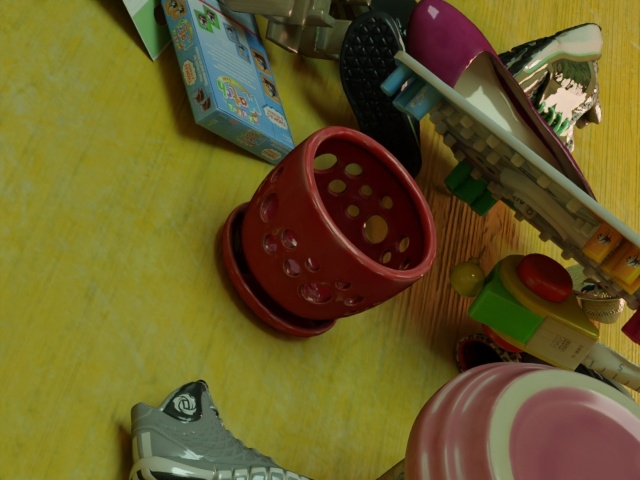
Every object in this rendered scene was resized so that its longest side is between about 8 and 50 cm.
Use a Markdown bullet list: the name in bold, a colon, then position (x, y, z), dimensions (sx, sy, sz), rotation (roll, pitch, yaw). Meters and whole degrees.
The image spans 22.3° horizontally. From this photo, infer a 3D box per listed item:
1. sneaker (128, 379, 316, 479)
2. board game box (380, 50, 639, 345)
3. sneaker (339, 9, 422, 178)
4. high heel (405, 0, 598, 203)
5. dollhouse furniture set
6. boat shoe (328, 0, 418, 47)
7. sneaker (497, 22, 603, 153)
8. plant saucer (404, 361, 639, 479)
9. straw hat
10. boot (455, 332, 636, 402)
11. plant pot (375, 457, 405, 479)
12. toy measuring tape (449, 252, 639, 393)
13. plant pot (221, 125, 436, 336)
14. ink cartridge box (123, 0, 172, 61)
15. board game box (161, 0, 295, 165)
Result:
- **sneaker**: position (-0.084, 0.195, 1.545), dimensions (0.229, 0.086, 0.132), rotation (20, 43, -39)
- **board game box**: position (0.259, -0.028, 1.933), dimensions (0.390, 0.050, 0.390), rotation (41, -2, 25)
- **sneaker**: position (0.078, -0.183, 2.047), dimensions (0.097, 0.084, 0.234), rotation (-74, 156, -62)
- **high heel**: position (0.246, -0.162, 2.092), dimensions (0.181, 0.127, 0.377), rotation (26, -18, 46)
- **dollhouse furniture set**: position (-0.045, -0.359, 2.004), dimensions (0.212, 0.161, 0.242), rotation (20, 80, -64)
- **boat shoe**: position (0.041, -0.340, 2.158), dimensions (0.123, 0.120, 0.324), rotation (-4, 68, -39)
- **sneaker**: position (0.324, -0.198, 2.369), dimensions (0.410, 0.158, 0.182), rotation (-27, 99, -52)
- **plant saucer**: position (0.237, 0.244, 1.497), dimensions (0.332, 0.084, 0.332), rotation (20, 44, -21)
- **straw hat**: position (0.389, 0.082, 2.238), dimensions (0.144, 0.144, 0.061), rotation (-37, 128, -57)
- **boot**: position (0.280, 0.191, 1.980), dimensions (0.179, 0.085, 0.236), rotation (-7, 52, -51)
- **plant pot**: position (0.167, 0.315, 1.614), dimensions (0.212, 0.236, 0.236), rotation (27, 42, -25)
- **toy measuring tape**: position (0.299, 0.099, 1.932), dimensions (0.330, 0.121, 0.121), rotation (26, 39, -12)
- **plant pot**: position (0.000, 0.000, 1.742), dimensions (0.191, 0.174, 0.191), rotation (32, 38, -29)
- **ink cartridge box**: position (-0.232, -0.339, 1.885), dimensions (0.235, 0.056, 0.171), rotation (67, 28, -24)
- **board game box**: position (-0.110, -0.205, 1.896), dimensions (0.160, 0.039, 0.211), rotation (26, 39, -53)
